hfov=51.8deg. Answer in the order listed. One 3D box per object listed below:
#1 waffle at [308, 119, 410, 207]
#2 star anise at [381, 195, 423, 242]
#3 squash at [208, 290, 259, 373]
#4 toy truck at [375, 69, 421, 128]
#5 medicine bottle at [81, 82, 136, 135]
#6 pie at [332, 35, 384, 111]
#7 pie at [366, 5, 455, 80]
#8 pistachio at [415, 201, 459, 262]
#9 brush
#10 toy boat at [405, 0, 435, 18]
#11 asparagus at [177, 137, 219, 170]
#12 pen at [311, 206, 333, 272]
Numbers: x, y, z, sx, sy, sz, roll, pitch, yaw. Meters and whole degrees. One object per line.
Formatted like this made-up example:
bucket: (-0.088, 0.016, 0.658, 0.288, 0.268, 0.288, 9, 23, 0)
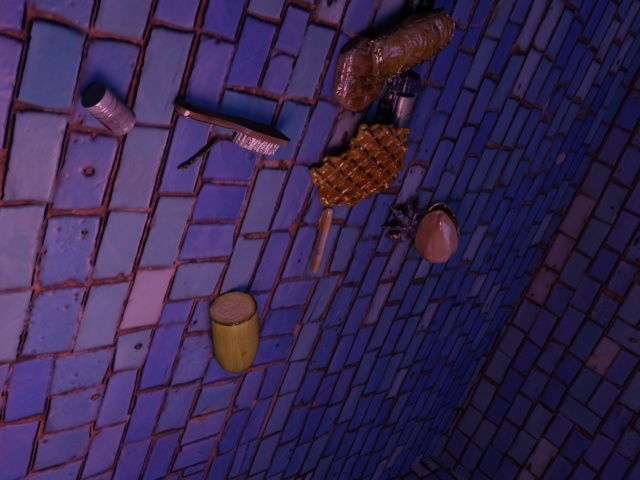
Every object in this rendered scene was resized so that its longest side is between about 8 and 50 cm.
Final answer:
waffle: (0.117, -0.206, 1.823, 0.300, 0.058, 0.282, -27, 144, -7)
star anise: (0.288, -0.066, 2.212, 0.180, 0.061, 0.205, -39, 142, -23)
squash: (-0.230, 0.268, 1.795, 0.132, 0.132, 0.247, -30, 138, -32)
toy truck: (0.215, -0.376, 1.835, 0.074, 0.088, 0.202, -17, 131, -41)
medicine bottle: (-0.393, -0.243, 1.225, 0.058, 0.058, 0.091, -51, 146, -7)
pie: (0.108, -0.429, 1.697, 0.195, 0.046, 0.195, -30, 138, -30)
pie: (0.232, -0.505, 1.688, 0.282, 0.068, 0.129, -30, 132, -22)
pistachio: (0.419, -0.024, 2.350, 0.157, 0.157, 0.230, -27, 131, -36)
brush: (-0.198, -0.243, 1.468, 0.327, 0.070, 0.065, 8, 122, -52)
toy boat: (0.260, -0.592, 1.740, 0.104, 0.052, 0.210, -17, 132, -40)
asparagus: (-0.271, -0.189, 1.462, 0.114, 0.014, 0.015, -44, 111, -17)
pen: (0.000, 0.000, 1.942, 0.032, 0.040, 0.233, -18, 136, -40)
